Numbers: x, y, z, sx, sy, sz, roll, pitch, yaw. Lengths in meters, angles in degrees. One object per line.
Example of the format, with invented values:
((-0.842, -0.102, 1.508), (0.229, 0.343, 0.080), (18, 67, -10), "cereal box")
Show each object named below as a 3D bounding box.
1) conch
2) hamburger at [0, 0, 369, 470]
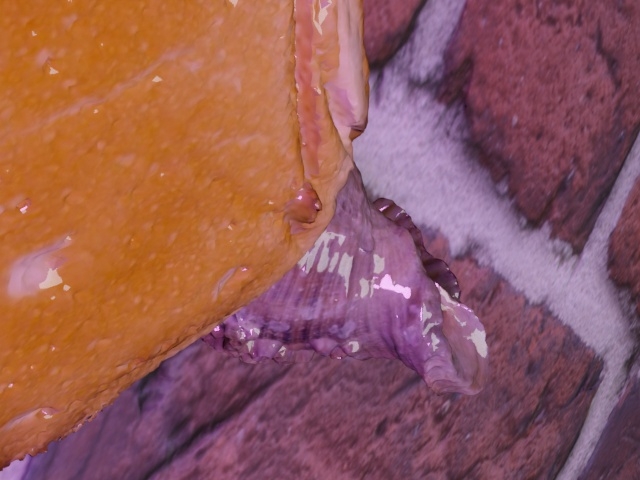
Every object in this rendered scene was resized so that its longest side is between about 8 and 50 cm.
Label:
((0.000, 0.000, 0.775), (0.163, 0.245, 0.178), (-45, -169, 42), "conch")
((-0.118, -0.062, 0.531), (0.284, 0.174, 0.304), (-39, 142, -34), "hamburger")
